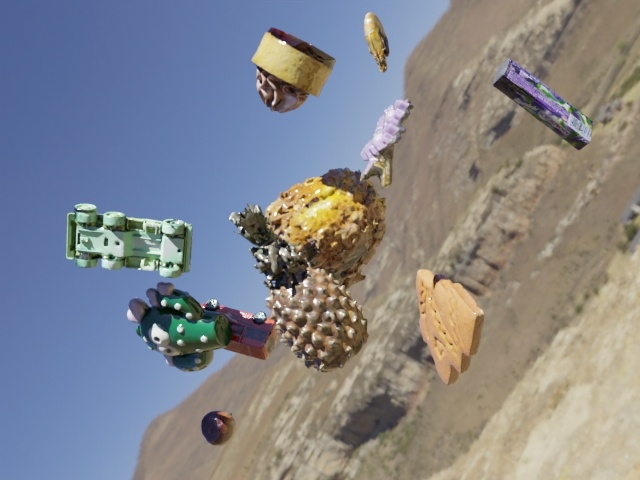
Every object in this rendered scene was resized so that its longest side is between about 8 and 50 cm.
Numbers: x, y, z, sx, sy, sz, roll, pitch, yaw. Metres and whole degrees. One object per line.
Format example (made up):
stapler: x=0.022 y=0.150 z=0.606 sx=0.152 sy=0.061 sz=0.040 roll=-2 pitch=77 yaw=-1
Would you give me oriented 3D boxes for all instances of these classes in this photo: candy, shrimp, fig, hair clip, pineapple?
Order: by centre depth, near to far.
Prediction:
pineapple: x=-0.054 y=0.087 z=1.520 sx=0.175 sy=0.361 sz=0.175 roll=-37 pitch=6 yaw=4
hair clip: x=0.155 y=-0.231 z=1.759 sx=0.106 sy=0.084 sz=0.292 roll=-37 pitch=23 yaw=45
shrimp: x=0.142 y=-0.481 z=1.938 sx=0.095 sy=0.045 sz=0.163 roll=13 pitch=-117 yaw=-72
fig: x=-0.245 y=0.470 z=2.011 sx=0.125 sy=0.088 sz=0.089 roll=-6 pitch=-53 yaw=-63
candy: x=0.600 y=-0.364 z=2.120 sx=0.061 sy=0.312 sz=0.088 roll=-42 pitch=16 yaw=52

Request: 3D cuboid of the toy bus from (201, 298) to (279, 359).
toy bus: x=-0.197 y=0.207 z=1.832 sx=0.081 sy=0.195 sz=0.089 roll=82 pitch=-154 yaw=-52

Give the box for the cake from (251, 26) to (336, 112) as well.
cake: x=-0.081 y=-0.394 z=1.897 sx=0.178 sy=0.185 sz=0.207 roll=-64 pitch=12 yaw=4

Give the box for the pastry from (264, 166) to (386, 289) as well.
pastry: x=-0.009 y=-0.002 z=2.118 sx=0.337 sy=0.293 sz=0.405 roll=-14 pitch=-26 yaw=-29

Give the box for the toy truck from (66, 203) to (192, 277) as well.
toy truck: x=-0.394 y=-0.008 z=1.678 sx=0.135 sy=0.259 sz=0.129 roll=-66 pitch=-16 yaw=-73

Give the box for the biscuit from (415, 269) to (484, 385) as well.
biscuit: x=0.293 y=0.189 z=1.822 sx=0.306 sy=0.043 sz=0.284 roll=136 pitch=123 yaw=-71

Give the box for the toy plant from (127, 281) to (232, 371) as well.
toy plant: x=-0.321 y=0.199 z=1.772 sx=0.243 sy=0.232 sz=0.113 roll=-31 pitch=20 yaw=40
